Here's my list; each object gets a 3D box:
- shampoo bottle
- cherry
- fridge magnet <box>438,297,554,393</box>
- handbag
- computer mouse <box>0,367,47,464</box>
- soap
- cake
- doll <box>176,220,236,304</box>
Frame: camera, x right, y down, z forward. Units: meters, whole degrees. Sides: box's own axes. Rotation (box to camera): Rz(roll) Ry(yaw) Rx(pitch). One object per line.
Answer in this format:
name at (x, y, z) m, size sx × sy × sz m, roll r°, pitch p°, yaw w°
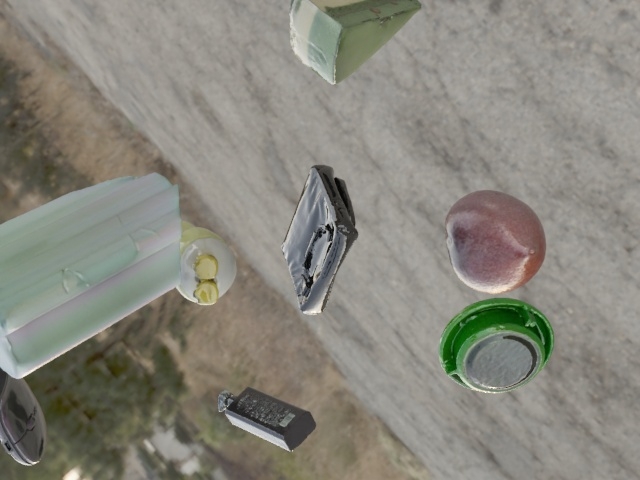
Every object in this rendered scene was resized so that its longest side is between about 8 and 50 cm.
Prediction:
shampoo bottle at (-0.149, 0.425, 2.163) m, size 0.309 × 0.098 × 0.071 m, roll 12°, pitch 138°, yaw 47°
cherry at (0.396, 0.001, 1.933) m, size 0.239 × 0.206 × 0.239 m, roll 12°, pitch 109°, yaw 36°
fridge magnet at (0.315, 0.193, 1.569) m, size 0.208 × 0.208 × 0.088 m, roll 58°, pitch -166°, yaw -30°
handbag at (0.000, 0.000, 1.944) m, size 0.244 × 0.088 × 0.275 m, roll -108°, pitch 33°, yaw -45°
computer mouse at (-0.469, 0.264, 1.370) m, size 0.120 × 0.057 × 0.232 m, roll 65°, pitch 168°, yaw -18°
soap at (-0.338, 0.028, 1.247) m, size 0.208 × 0.347 × 0.115 m, roll 27°, pitch 135°, yaw 35°
cake at (0.072, -0.462, 1.931) m, size 0.158 × 0.283 × 0.172 m, roll 44°, pitch 137°, yaw 24°
doll at (-0.250, 0.034, 1.668) m, size 0.296 × 0.117 × 0.141 m, roll 23°, pitch 123°, yaw 57°
